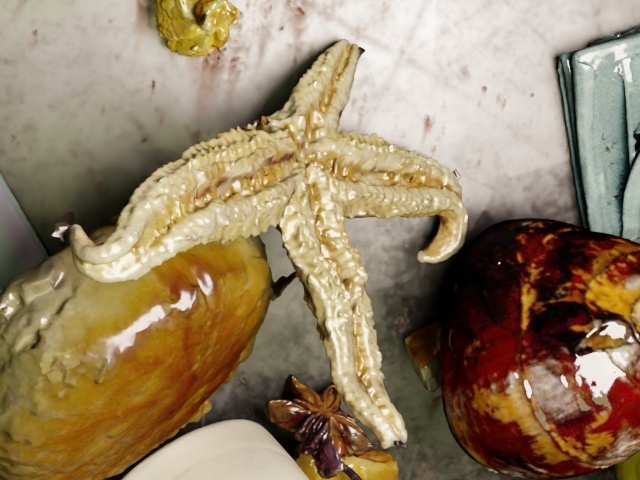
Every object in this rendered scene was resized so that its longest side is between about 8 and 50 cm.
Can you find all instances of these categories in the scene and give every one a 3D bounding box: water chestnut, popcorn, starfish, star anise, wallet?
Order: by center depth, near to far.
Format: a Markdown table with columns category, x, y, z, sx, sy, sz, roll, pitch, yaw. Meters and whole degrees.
| category | x | y | z | sx | sy | sz | roll | pitch | yaw |
| --- | --- | --- | --- | --- | --- | --- | --- | --- | --- |
| starfish | 0.000 | 0.000 | 0.806 | 0.082 | 0.432 | 0.324 | -22 | 111 | 36 |
| popcorn | -0.115 | -0.209 | 0.840 | 0.084 | 0.084 | 0.084 | -3 | 110 | -10 |
| water chestnut | 0.248 | 0.117 | 0.931 | 0.289 | 0.289 | 0.244 | -25 | 132 | -1 |
| wallet | 0.438 | -0.137 | 0.978 | 0.342 | 0.075 | 0.237 | -17 | 115 | -5 |
| star anise | 0.019 | 0.226 | 0.988 | 0.097 | 0.191 | 0.070 | -11 | 139 | -50 |

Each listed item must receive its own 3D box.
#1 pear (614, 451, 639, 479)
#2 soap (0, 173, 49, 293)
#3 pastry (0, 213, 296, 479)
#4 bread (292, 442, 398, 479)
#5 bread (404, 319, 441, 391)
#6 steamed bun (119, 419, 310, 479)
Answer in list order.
| category | x | y | z | sx | sy | sz | roll | pitch | yaw |
| --- | --- | --- | --- | --- | --- | --- | --- | --- | --- |
| pear | 0.463 | 0.229 | 1.022 | 0.252 | 0.253 | 0.307 | 0 | 101 | -11 |
| soap | -0.464 | -0.045 | 0.790 | 0.261 | 0.156 | 0.446 | -44 | 111 | 6 |
| pastry | -0.180 | 0.109 | 0.834 | 0.136 | 0.329 | 0.330 | 42 | 99 | 19 |
| bread | 0.025 | 0.277 | 1.053 | 0.132 | 0.053 | 0.074 | 12 | 107 | -17 |
| bread | 0.124 | 0.124 | 1.021 | 0.109 | 0.062 | 0.043 | -40 | 123 | -43 |
| steamed bun | -0.119 | 0.290 | 0.930 | 0.241 | 0.146 | 0.164 | -29 | 142 | -29 |
